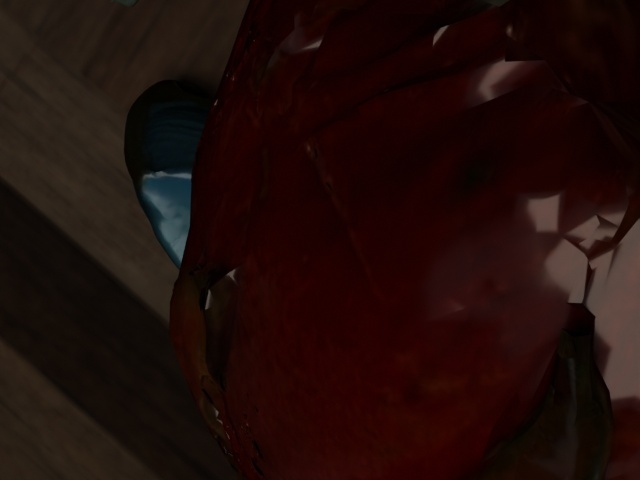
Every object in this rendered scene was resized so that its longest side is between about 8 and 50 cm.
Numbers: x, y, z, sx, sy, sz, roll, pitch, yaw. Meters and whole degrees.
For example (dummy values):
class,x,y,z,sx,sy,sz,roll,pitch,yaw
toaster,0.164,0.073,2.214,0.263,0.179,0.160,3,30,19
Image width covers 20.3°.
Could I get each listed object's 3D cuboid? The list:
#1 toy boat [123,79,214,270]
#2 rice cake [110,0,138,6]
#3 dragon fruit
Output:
class,x,y,z,sx,sy,sz,roll,pitch,yaw
toy boat,0.000,0.000,0.698,0.185,0.077,0.075,31,117,2
rice cake,-0.170,-0.228,0.693,0.336,0.063,0.066,45,128,3
dragon fruit,0.103,0.005,0.498,0.295,0.295,0.302,32,157,12
